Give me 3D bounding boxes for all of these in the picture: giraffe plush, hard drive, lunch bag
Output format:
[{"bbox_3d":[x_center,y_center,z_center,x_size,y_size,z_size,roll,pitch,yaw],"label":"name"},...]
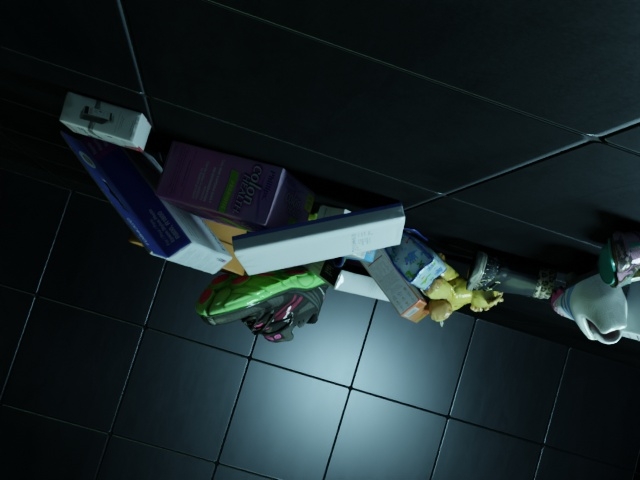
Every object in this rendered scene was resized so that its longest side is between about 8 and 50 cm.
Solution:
[{"bbox_3d":[0.357,0.121,1.961,0.171,0.181,0.210,-10,132,19],"label":"giraffe plush"},{"bbox_3d":[0.000,0.000,1.561,0.319,0.040,0.210,-12,166,0],"label":"hard drive"},{"bbox_3d":[0.199,0.026,1.795,0.151,0.096,0.129,47,-173,25],"label":"lunch bag"}]

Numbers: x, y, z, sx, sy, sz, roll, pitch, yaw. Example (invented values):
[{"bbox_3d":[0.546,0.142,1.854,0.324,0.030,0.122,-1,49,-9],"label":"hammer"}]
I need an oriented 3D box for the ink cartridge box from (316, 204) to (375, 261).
[{"bbox_3d":[0.051,-0.016,1.803,0.143,0.092,0.090,21,172,-39],"label":"ink cartridge box"}]

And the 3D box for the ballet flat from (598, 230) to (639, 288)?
[{"bbox_3d":[0.465,0.028,1.197,0.079,0.076,0.221,-5,168,14],"label":"ballet flat"}]

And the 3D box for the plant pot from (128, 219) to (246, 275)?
[{"bbox_3d":[-0.297,-0.050,1.947,0.291,0.203,0.291,17,175,2],"label":"plant pot"}]

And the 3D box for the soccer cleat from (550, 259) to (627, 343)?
[{"bbox_3d":[0.521,0.139,1.545,0.116,0.143,0.331,-23,165,9],"label":"soccer cleat"}]

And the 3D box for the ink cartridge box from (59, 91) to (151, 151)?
[{"bbox_3d":[-0.379,-0.208,1.415,0.135,0.056,0.099,17,175,0],"label":"ink cartridge box"}]

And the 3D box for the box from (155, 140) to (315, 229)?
[{"bbox_3d":[-0.165,-0.091,1.603,0.243,0.117,0.213,15,174,18],"label":"box"}]

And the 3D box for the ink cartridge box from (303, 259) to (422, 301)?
[{"bbox_3d":[0.147,0.110,2.192,0.371,0.069,0.176,17,-170,-35],"label":"ink cartridge box"}]

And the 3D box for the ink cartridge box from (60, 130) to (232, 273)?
[{"bbox_3d":[-0.347,-0.086,1.652,0.324,0.071,0.330,51,-177,15],"label":"ink cartridge box"}]

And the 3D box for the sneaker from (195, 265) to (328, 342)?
[{"bbox_3d":[-0.129,0.179,2.108,0.185,0.202,0.483,7,-174,36],"label":"sneaker"}]

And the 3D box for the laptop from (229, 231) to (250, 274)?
[{"bbox_3d":[-0.158,0.048,2.243,0.234,0.264,0.136,23,-152,-43],"label":"laptop"}]

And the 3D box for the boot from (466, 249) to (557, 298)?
[{"bbox_3d":[0.417,0.086,1.763,0.179,0.085,0.236,14,173,11],"label":"boot"}]

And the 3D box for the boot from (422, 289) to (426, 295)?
[{"bbox_3d":[0.296,0.113,2.338,0.204,0.095,0.262,14,177,37],"label":"boot"}]

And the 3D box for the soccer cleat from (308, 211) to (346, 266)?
[{"bbox_3d":[-0.036,-0.012,1.952,0.289,0.121,0.093,21,172,-35],"label":"soccer cleat"}]

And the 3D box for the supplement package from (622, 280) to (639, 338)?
[{"bbox_3d":[0.678,0.153,1.533,0.179,0.105,0.105,14,174,27],"label":"supplement package"}]

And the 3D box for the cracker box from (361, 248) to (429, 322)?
[{"bbox_3d":[0.176,0.089,1.983,0.232,0.067,0.156,55,-170,23],"label":"cracker box"}]
